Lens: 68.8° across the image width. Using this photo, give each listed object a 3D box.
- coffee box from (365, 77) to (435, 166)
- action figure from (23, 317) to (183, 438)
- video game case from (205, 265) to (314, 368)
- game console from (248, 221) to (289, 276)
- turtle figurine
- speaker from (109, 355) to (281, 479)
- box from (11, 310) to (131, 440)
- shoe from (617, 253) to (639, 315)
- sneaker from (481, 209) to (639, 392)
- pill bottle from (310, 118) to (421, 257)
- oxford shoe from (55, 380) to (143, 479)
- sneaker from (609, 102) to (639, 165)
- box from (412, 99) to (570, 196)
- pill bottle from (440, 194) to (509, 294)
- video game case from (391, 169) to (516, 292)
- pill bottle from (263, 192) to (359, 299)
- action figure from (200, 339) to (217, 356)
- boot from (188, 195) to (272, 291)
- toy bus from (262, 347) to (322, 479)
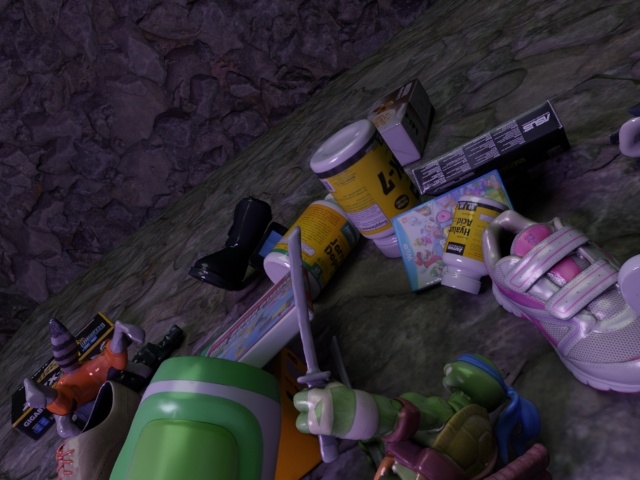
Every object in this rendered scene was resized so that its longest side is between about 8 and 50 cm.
[{"bbox_3d":[0.178,-0.268,1.115,0.141,0.098,0.247,-21,29,36],"label":"coffee box"},{"bbox_3d":[-0.440,0.250,0.948,0.341,0.178,0.330,-52,0,-39],"label":"action figure"},{"bbox_3d":[-0.092,0.125,0.618,0.204,0.025,0.285,-44,7,2],"label":"video game case"},{"bbox_3d":[-0.063,0.011,0.986,0.085,0.124,0.144,-54,7,43],"label":"game console"},{"bbox_3d":[0.021,0.189,0.395,0.266,0.274,0.198,-57,-6,-28],"label":"turtle figurine"},{"bbox_3d":[-0.107,0.249,0.353,0.131,0.131,0.297,-20,50,37],"label":"speaker"},{"bbox_3d":[-0.691,0.356,1.293,0.322,0.079,0.257,-49,27,-22],"label":"box"},{"bbox_3d":[0.305,0.032,0.336,0.177,0.064,0.081,15,39,11],"label":"shoe"},{"bbox_3d":[0.230,0.044,0.447,0.103,0.111,0.252,-40,23,-2],"label":"sneaker"},{"bbox_3d":[0.088,-0.078,0.758,0.119,0.208,0.119,-32,24,16],"label":"pill bottle"},{"bbox_3d":[-0.362,0.370,0.703,0.122,0.130,0.348,-32,24,17],"label":"oxford shoe"},{"bbox_3d":[0.426,-0.161,0.552,0.152,0.094,0.235,-10,45,34],"label":"sneaker"},{"bbox_3d":[0.251,-0.117,0.673,0.190,0.045,0.184,-26,-9,28],"label":"box"},{"bbox_3d":[0.191,0.007,0.590,0.065,0.065,0.117,12,85,61],"label":"pill bottle"},{"bbox_3d":[0.187,-0.011,0.650,0.166,0.015,0.119,-26,64,29],"label":"video game case"},{"bbox_3d":[0.000,0.000,0.865,0.117,0.118,0.208,-5,40,53],"label":"pill bottle"},{"bbox_3d":[-0.150,0.220,0.751,0.137,0.063,0.232,-46,20,-20],"label":"action figure"},{"bbox_3d":[-0.183,0.000,0.997,0.246,0.094,0.207,73,-142,-82],"label":"boot"},{"bbox_3d":[-0.148,0.280,0.578,0.332,0.108,0.130,-35,23,9],"label":"toy bus"}]
